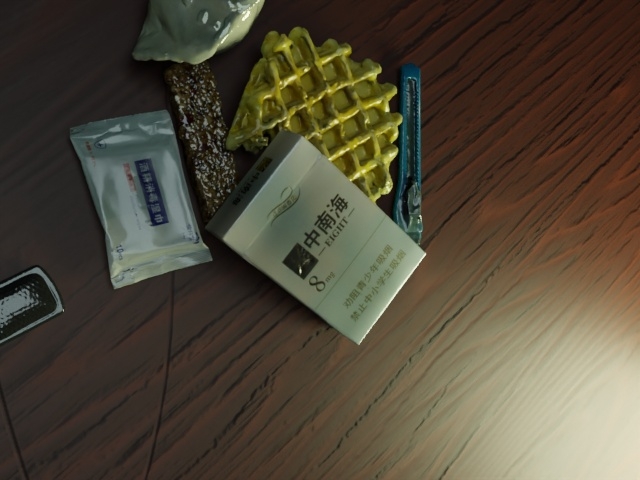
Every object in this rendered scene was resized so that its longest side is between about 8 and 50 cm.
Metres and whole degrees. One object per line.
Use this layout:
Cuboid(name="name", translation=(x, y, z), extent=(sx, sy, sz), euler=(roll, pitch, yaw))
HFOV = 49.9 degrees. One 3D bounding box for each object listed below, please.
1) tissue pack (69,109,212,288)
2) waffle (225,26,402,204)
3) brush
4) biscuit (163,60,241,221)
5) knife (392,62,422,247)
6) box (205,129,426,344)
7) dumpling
Cuboid(name="tissue pack", translation=(-0.211, -0.052, 0.813), extent=(0.122, 0.026, 0.193), euler=(-17, 93, -26))
Cuboid(name="waffle", translation=(0.000, -0.132, 0.895), extent=(0.249, 0.056, 0.262), euler=(23, 78, -31))
Cuboid(name="brush", translation=(-0.372, 0.095, 0.731), extent=(0.193, 0.016, 0.063), euler=(-31, 98, -24))
Cuboid(name="biscuit", translation=(-0.141, -0.121, 0.847), extent=(0.064, 0.034, 0.199), euler=(-17, 93, -29))
Cuboid(name="knife", translation=(0.123, -0.108, 0.976), extent=(0.044, 0.026, 0.297), euler=(2, 85, -13))
Cuboid(name="box", translation=(0.000, 0.000, 0.845), extent=(0.243, 0.067, 0.155), euler=(42, 81, -29))
Cuboid(name="dumpling", translation=(-0.122, -0.282, 0.811), extent=(0.229, 0.151, 0.124), euler=(-56, 135, -19))
